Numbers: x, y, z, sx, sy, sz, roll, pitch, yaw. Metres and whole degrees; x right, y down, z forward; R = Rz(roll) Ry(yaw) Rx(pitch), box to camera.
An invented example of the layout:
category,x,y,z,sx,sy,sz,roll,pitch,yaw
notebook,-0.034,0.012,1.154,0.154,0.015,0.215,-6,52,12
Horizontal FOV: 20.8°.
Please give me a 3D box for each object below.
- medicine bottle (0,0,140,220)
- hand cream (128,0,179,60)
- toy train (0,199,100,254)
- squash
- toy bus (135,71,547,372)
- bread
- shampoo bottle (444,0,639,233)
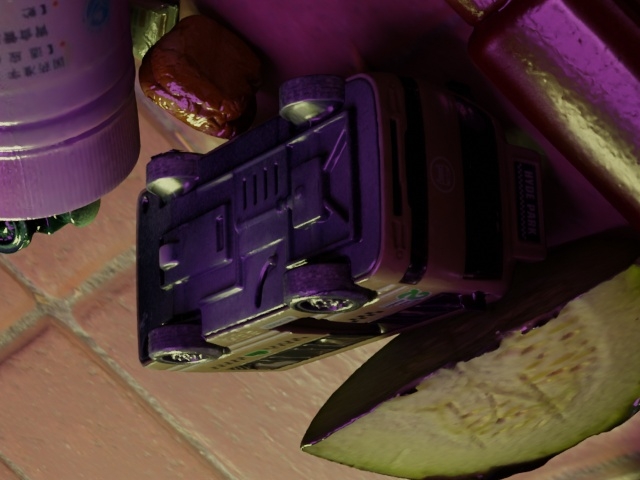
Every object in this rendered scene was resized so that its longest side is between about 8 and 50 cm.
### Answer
category,x,y,z,sx,sy,sz,roll,pitch,yaw
medicine bottle,-0.195,-0.154,1.073,0.152,0.152,0.254,20,132,27
hand cream,-0.160,-0.163,1.174,0.143,0.039,0.061,24,135,8
toy train,-0.275,-0.086,1.322,0.253,0.105,0.157,15,125,32
squash,0.134,0.098,1.083,0.237,0.204,0.155,-28,100,19
toy bus,0.000,0.000,1.090,0.157,0.139,0.289,8,161,-33
bread,-0.075,-0.105,1.118,0.083,0.081,0.046,9,139,-32
shampoo bottle,0.157,-0.078,0.937,0.260,0.064,0.102,44,147,-7
